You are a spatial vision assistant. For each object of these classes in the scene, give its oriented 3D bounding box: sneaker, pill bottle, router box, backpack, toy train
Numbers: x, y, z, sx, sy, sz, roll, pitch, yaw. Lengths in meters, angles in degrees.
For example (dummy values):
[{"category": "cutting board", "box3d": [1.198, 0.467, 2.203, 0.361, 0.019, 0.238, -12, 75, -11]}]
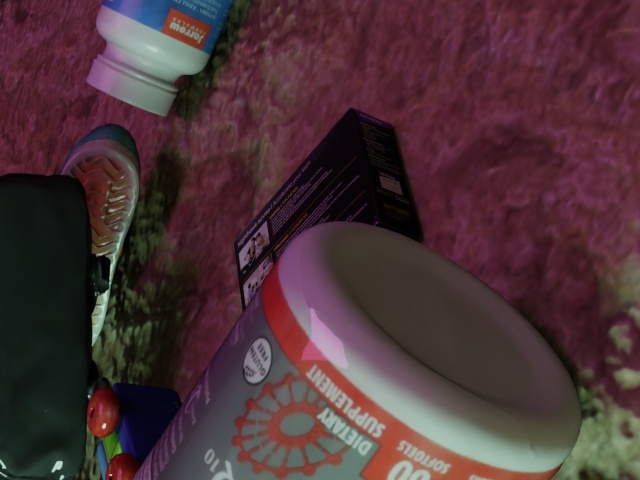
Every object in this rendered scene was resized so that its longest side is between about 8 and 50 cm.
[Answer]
[{"category": "sneaker", "box3d": [-0.258, 0.014, 1.550, 0.121, 0.108, 0.302, -88, 24, -66]}, {"category": "pill bottle", "box3d": [-0.155, -0.246, 1.507, 0.124, 0.124, 0.221, 33, 101, 59]}, {"category": "router box", "box3d": [0.000, 0.000, 1.181, 0.179, 0.046, 0.133, -47, 36, 33]}, {"category": "backpack", "box3d": [-0.382, 0.104, 1.411, 0.355, 0.273, 0.290, -21, 67, 60]}, {"category": "toy train", "box3d": [-0.139, 0.243, 1.214, 0.143, 0.105, 0.248, -67, 29, 25]}, {"category": "pill bottle", "box3d": [-0.017, 0.185, 0.933, 0.363, 0.210, 0.210, -57, 32, 22]}]
